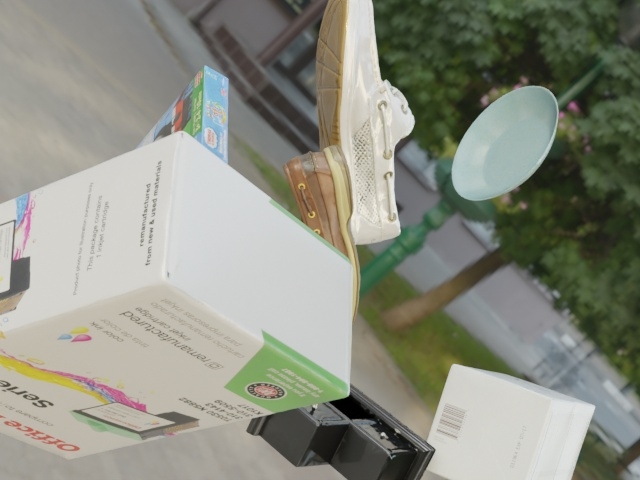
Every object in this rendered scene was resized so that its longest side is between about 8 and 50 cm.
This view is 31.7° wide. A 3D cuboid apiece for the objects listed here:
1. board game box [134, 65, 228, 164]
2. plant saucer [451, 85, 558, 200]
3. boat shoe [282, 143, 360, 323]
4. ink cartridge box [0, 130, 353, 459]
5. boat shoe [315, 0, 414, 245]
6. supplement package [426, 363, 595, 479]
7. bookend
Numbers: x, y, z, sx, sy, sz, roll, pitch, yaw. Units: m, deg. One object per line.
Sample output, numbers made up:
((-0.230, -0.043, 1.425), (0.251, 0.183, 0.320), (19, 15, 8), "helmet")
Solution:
((-0.178, -0.074, 1.270), (0.039, 0.211, 0.160), (28, 34, -26), "board game box")
((0.273, -0.132, 1.620), (0.037, 0.195, 0.195), (34, 14, -29), "plant saucer")
((0.000, 0.000, 1.033), (0.064, 0.060, 0.178), (-115, -164, -63), "boat shoe")
((-0.146, 0.055, 0.807), (0.201, 0.278, 0.117), (38, 45, -45), "ink cartridge box")
((0.051, -0.129, 1.191), (0.098, 0.096, 0.277), (-121, -152, -65), "boat shoe")
((0.246, 0.249, 1.446), (0.133, 0.139, 0.244), (18, -2, 27), "supplement package")
((0.025, 0.236, 1.334), (0.156, 0.072, 0.157), (35, 15, 36), "bookend")
